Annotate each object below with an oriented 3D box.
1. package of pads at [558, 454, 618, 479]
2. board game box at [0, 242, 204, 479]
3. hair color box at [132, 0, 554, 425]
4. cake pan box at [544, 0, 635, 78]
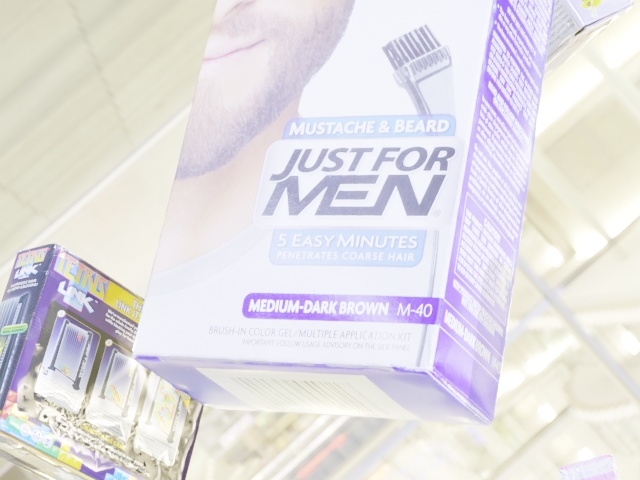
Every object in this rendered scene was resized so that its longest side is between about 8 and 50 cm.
[{"bbox_3d":[0.247,0.231,1.267,0.050,0.083,0.032,-14,-138,9],"label":"package of pads"},{"bbox_3d":[-0.158,0.104,0.988,0.048,0.170,0.141,-14,-129,38],"label":"board game box"},{"bbox_3d":[0.025,-0.071,0.823,0.110,0.185,0.338,44,52,-54],"label":"hair color box"},{"bbox_3d":[0.116,-0.232,1.210,0.070,0.245,0.267,-25,171,-30],"label":"cake pan box"}]
